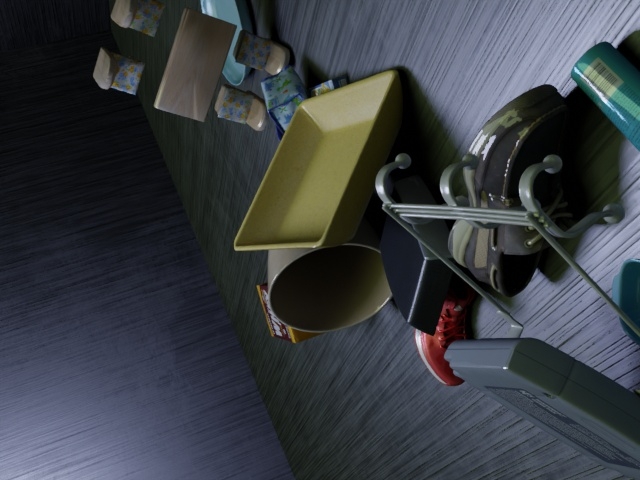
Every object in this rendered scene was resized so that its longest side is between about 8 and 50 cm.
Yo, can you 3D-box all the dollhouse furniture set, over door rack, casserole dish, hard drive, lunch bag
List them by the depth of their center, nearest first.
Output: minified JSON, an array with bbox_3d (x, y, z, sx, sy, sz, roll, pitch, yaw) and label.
[{"bbox_3d":[0.395,0.085,0.876,0.188,0.037,0.114,40,143,56],"label":"casserole dish"},{"bbox_3d":[0.235,0.024,0.915,0.240,0.108,0.324,8,143,55],"label":"over door rack"},{"bbox_3d":[0.152,0.017,1.317,0.254,0.054,0.171,-103,21,-56],"label":"hard drive"},{"bbox_3d":[-0.223,-0.437,1.674,0.256,0.362,0.394,44,117,57],"label":"dollhouse furniture set"},{"bbox_3d":[-0.055,-0.267,1.699,0.151,0.096,0.128,52,-164,-41],"label":"lunch bag"}]

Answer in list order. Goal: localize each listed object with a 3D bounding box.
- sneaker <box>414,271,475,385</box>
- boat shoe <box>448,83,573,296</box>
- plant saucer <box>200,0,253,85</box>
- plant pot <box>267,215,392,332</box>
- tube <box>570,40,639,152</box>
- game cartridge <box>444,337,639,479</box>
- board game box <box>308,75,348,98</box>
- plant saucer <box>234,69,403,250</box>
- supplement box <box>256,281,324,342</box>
[{"bbox_3d":[0.214,0.141,1.362,0.128,0.087,0.221,155,96,-73],"label":"sneaker"},{"bbox_3d":[0.262,-0.049,1.025,0.130,0.132,0.355,51,162,26],"label":"boat shoe"},{"bbox_3d":[-0.233,-0.553,2.046,0.318,0.044,0.317,161,90,-72],"label":"plant saucer"},{"bbox_3d":[0.000,0.000,1.645,0.256,0.257,0.274,92,167,-46],"label":"plant pot"},{"bbox_3d":[0.342,-0.117,0.829,0.207,0.052,0.080,57,162,25],"label":"tube"},{"bbox_3d":[0.308,0.202,0.956,0.294,0.060,0.196,32,169,-11],"label":"game cartridge"},{"bbox_3d":[0.038,-0.215,1.605,0.136,0.035,0.201,-176,69,-70],"label":"board game box"},{"bbox_3d":[0.009,-0.116,1.430,0.333,0.081,0.332,-3,59,60],"label":"plant saucer"},{"bbox_3d":[-0.017,0.135,1.838,0.194,0.192,0.129,174,79,-72],"label":"supplement box"}]
